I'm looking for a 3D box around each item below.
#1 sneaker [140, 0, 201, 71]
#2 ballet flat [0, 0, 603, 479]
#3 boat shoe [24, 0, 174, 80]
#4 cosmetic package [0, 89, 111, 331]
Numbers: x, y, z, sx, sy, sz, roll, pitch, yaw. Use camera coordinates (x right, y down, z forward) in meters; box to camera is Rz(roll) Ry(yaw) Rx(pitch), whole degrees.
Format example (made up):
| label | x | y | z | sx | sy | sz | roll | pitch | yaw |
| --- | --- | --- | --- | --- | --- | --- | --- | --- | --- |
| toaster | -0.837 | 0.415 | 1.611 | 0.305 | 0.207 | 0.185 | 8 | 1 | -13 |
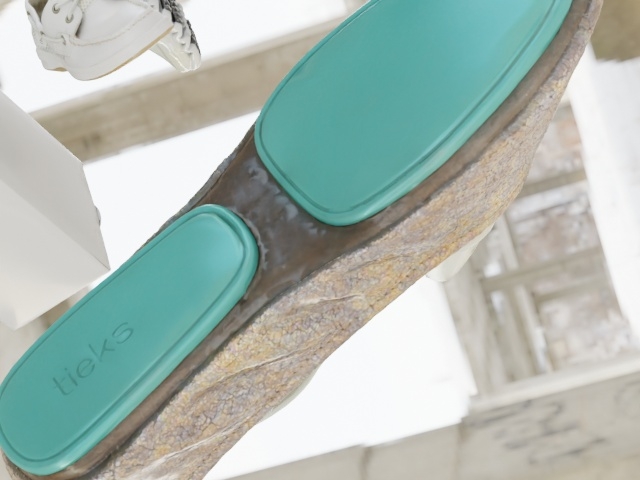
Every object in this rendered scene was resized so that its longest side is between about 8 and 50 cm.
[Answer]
| label | x | y | z | sx | sy | sz | roll | pitch | yaw |
| --- | --- | --- | --- | --- | --- | --- | --- | --- | --- |
| sneaker | -0.268 | -0.306 | 1.869 | 0.292 | 0.118 | 0.110 | 42 | -165 | -30 |
| ballet flat | 0.000 | 0.000 | 0.625 | 0.106 | 0.316 | 0.107 | 40 | -167 | -50 |
| boat shoe | -0.250 | -0.232 | 1.561 | 0.277 | 0.098 | 0.096 | 10 | 133 | 57 |
| cosmetic package | -0.409 | -0.083 | 1.657 | 0.365 | 0.155 | 0.197 | 48 | -166 | -46 |
